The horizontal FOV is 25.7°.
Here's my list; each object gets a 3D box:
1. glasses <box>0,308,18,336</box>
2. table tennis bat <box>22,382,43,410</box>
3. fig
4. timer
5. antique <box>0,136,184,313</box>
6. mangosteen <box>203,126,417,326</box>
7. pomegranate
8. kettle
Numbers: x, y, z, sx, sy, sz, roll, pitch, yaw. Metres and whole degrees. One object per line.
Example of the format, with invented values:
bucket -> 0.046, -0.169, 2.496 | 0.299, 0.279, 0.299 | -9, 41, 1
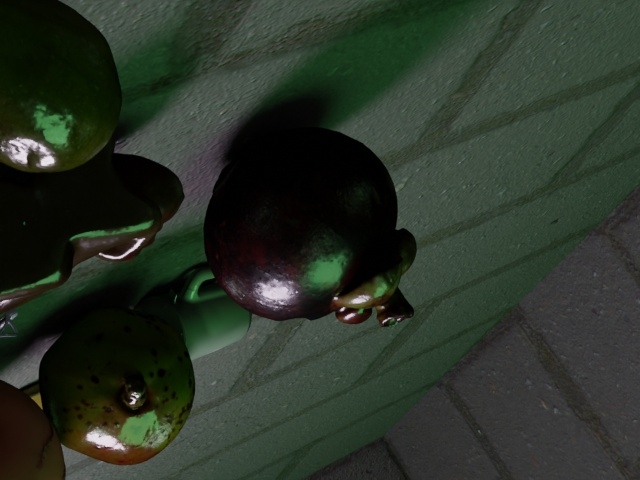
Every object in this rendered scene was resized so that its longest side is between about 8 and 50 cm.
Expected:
glasses -> -0.394, 0.117, 1.522 | 0.140, 0.062, 0.104 | -27, 164, -18
table tennis bat -> -0.452, 0.293, 1.956 | 0.321, 0.050, 0.198 | -42, 161, 18
fig -> -0.215, -0.139, 1.009 | 0.127, 0.133, 0.185 | -21, 141, -16
timer -> -0.415, 0.273, 1.636 | 0.230, 0.229, 0.215 | -20, 157, -37
antique -> -0.253, -0.009, 1.320 | 0.257, 0.121, 0.143 | -30, 171, -9
mangosteen -> 0.000, 0.000, 1.560 | 0.228, 0.265, 0.228 | -51, 178, -2
pomegranate -> -0.273, 0.179, 1.743 | 0.246, 0.198, 0.198 | -1, -176, 33
kettle -> -0.170, 0.097, 1.867 | 0.098, 0.126, 0.148 | -5, -173, 38
